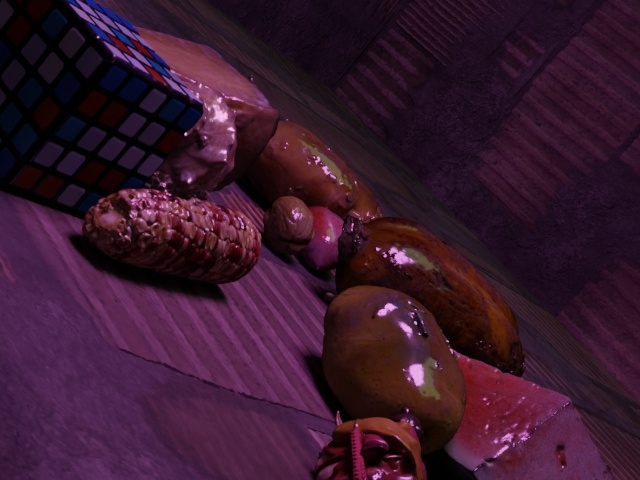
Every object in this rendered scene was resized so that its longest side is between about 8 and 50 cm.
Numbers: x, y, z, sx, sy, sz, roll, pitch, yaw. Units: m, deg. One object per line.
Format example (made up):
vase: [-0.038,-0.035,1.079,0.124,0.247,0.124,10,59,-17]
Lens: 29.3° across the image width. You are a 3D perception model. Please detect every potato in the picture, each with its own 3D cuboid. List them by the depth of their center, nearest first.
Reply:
potato: [0.089,0.153,1.472,0.169,0.143,0.248,0,34,-18]
potato: [-0.228,-0.159,1.596,0.264,0.211,0.189,15,29,-41]
potato: [-0.018,-0.089,2.073,0.296,0.141,0.191,37,-17,8]

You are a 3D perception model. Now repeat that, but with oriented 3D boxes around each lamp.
lamp: [0.048,0.220,1.175,0.118,0.118,0.253,39,12,-10]

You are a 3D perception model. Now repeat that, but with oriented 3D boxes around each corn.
corn: [-0.163,-0.006,1.384,0.098,0.098,0.290,46,13,25]

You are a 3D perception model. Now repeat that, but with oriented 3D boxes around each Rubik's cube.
Rubik's cube: [-0.274,-0.155,1.344,0.182,0.187,0.184,48,14,30]

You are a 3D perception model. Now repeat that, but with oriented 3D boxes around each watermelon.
watermelon: [0.236,0.258,1.543,0.260,0.176,0.256,18,-6,46]

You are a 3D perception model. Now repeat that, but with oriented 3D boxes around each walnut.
walnut: [-0.049,-0.022,1.865,0.092,0.092,0.092,39,11,-9]

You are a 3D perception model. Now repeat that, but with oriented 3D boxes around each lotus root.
lotus root: [0.167,0.099,1.875,0.397,0.179,0.196,38,9,-21]

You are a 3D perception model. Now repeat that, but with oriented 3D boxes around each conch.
conch: [-0.197,-0.105,1.499,0.178,0.163,0.245,40,-27,12]

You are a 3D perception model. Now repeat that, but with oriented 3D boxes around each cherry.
cherry: [0.006,0.000,1.961,0.106,0.087,0.126,29,13,-33]

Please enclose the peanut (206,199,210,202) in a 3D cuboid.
peanut: [-0.149,-0.031,1.681,0.083,0.037,0.037,32,14,-33]
